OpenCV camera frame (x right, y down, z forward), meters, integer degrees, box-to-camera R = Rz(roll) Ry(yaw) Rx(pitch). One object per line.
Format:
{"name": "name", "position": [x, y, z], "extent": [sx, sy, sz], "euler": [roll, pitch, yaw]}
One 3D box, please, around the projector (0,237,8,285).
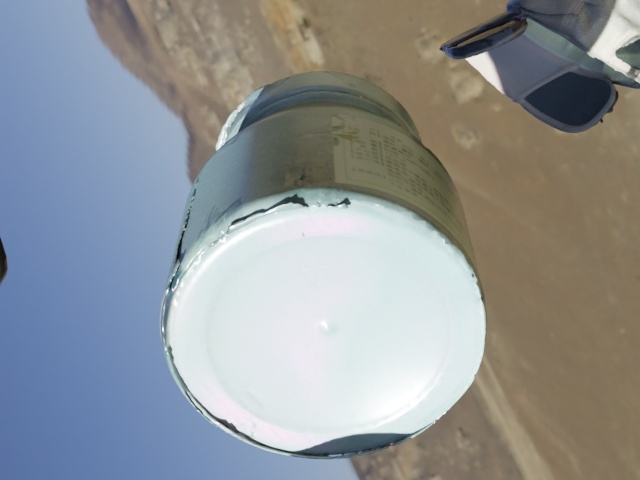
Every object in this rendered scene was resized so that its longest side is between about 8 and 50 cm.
{"name": "projector", "position": [-0.428, -0.060, 0.630], "extent": [0.395, 0.405, 0.242], "euler": [47, 156, 33]}

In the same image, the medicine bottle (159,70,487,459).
{"name": "medicine bottle", "position": [0.000, 0.000, 0.996], "extent": [0.290, 0.245, 0.245], "euler": [-93, -19, -59]}

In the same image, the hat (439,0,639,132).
{"name": "hat", "position": [0.277, -0.240, 1.409], "extent": [0.232, 0.275, 0.161], "euler": [29, -118, -36]}
